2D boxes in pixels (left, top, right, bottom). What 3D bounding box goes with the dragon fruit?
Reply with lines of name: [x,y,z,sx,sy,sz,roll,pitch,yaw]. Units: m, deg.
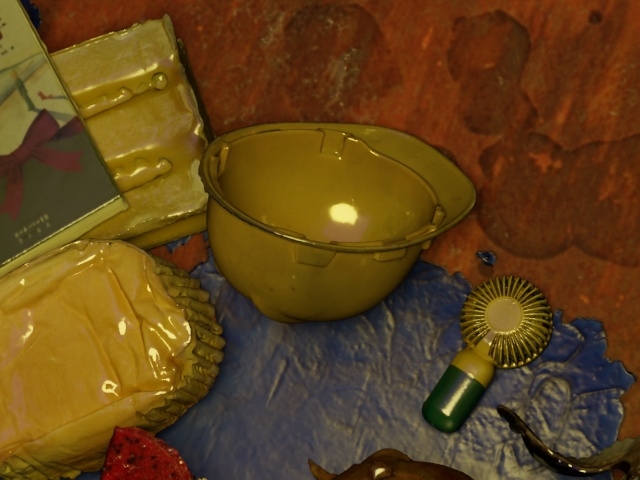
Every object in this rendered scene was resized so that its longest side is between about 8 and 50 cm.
dragon fruit: [-0.137,0.244,1.558,0.106,0.083,0.162,7,51,6]

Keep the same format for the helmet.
helmet: [0.000,0.000,1.650,0.205,0.257,0.140,42,127,38]

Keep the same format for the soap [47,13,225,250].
soap: [-0.250,-0.061,1.736,0.315,0.091,0.199,-21,72,4]

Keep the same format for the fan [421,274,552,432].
fan: [0.143,0.101,1.656,0.082,0.039,0.155,32,83,15]

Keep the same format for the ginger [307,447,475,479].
ginger: [-0.013,0.313,1.558,0.418,0.176,0.254,-19,66,1]

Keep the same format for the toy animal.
toy animal: [0.265,0.174,1.548,0.272,0.197,0.160,33,79,20]

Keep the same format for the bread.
bread: [-0.211,0.108,1.658,0.250,0.133,0.179,-31,77,5]

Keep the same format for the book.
book: [-0.319,-0.102,1.698,0.201,0.026,0.289,-31,74,2]
